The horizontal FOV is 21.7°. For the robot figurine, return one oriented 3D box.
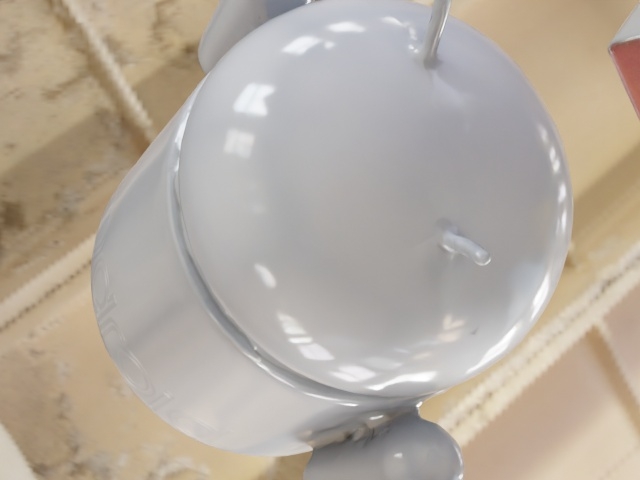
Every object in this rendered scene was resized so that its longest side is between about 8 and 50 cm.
[{"bbox_3d":[0.000,0.000,0.875,0.199,0.353,0.300,-14,-101,-25],"label":"robot figurine"}]

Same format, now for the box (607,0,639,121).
[{"bbox_3d":[0.195,-0.040,0.488,0.091,0.170,0.130,-50,-60,-41],"label":"box"}]
